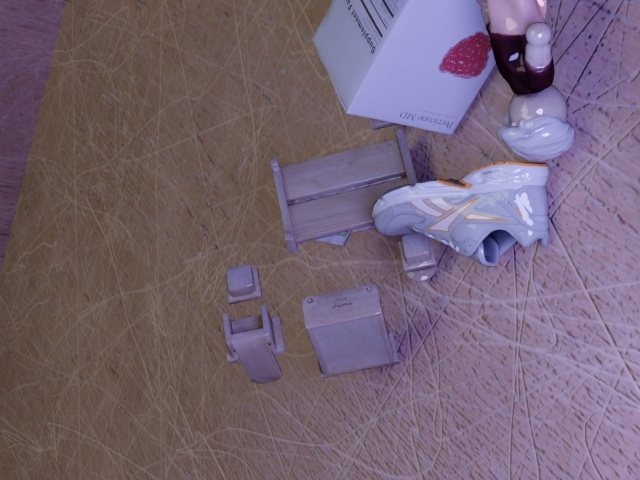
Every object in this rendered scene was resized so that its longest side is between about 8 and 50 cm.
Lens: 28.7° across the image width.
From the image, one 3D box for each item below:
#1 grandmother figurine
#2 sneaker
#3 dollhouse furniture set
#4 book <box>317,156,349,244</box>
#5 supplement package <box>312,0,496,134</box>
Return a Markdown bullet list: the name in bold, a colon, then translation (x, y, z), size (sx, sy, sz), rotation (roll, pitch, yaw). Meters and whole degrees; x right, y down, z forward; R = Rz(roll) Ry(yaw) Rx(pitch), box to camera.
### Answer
- **grandmother figurine**: translation (0.231, -0.247, 1.442), size (0.208, 0.104, 0.342), rotation (-88, -16, -64)
- **sneaker**: translation (0.173, -0.020, 1.581), size (0.262, 0.099, 0.121), rotation (-14, 80, 43)
- **dollhouse furniture set**: translation (0.000, 0.000, 1.793), size (0.173, 0.303, 0.355), rotation (73, -175, -59)
- **book**: translation (0.020, -0.060, 1.889), size (0.144, 0.096, 0.035), rotation (-59, 37, 35)
- **supplement package**: translation (0.145, -0.313, 1.648), size (0.293, 0.178, 0.175), rotation (-60, 35, 34)
